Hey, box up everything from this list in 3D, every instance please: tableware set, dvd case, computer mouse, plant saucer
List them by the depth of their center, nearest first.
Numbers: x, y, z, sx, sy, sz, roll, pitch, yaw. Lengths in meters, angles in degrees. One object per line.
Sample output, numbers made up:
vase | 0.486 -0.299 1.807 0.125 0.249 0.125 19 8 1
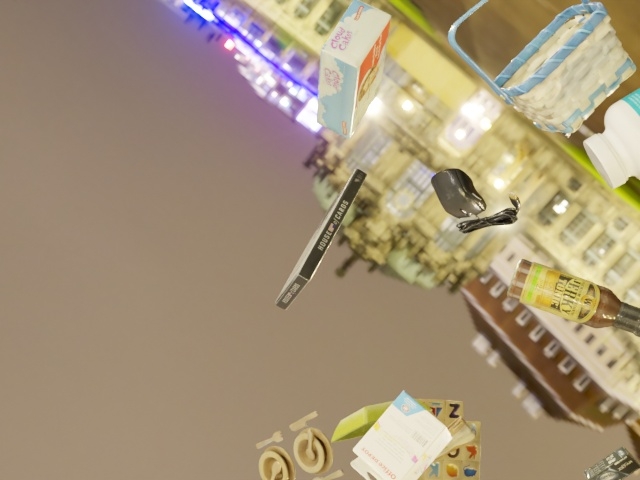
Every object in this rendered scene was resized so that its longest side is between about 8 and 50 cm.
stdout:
dvd case | 0.000 0.000 1.681 0.029 0.239 0.179 30 155 -3
tableware set | -0.054 0.416 1.740 0.039 0.194 0.128 -9 -111 -50
plant saucer | 0.137 0.416 2.173 0.188 0.188 0.045 -5 -112 -29
computer mouse | 0.390 -0.092 2.282 0.262 0.184 0.060 51 -147 -47

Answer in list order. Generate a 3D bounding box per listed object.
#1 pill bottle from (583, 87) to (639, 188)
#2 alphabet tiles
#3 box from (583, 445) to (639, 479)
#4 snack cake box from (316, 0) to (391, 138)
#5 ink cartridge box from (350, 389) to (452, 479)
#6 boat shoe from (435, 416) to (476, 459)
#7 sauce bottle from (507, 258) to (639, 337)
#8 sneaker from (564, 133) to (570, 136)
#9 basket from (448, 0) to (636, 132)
pill bottle | 0.556 -0.188 1.465 0.146 0.264 0.146 57 -172 -13
alphabet tiles | 0.325 0.630 2.657 0.285 0.343 0.011 5 172 -14
box | 0.504 0.395 1.598 0.067 0.083 0.018 42 -164 -41
snack cake box | 0.066 -0.353 1.941 0.089 0.152 0.264 28 156 11
ink cartridge box | 0.125 0.329 1.468 0.092 0.143 0.090 39 171 26
boat shoe | 0.222 0.387 1.778 0.170 0.063 0.059 -16 -108 -37
sauce bottle | 0.635 0.146 2.263 0.344 0.111 0.111 18 -173 16
sneaker | 0.510 -0.277 1.933 0.081 0.094 0.208 38 -165 11
basket | 0.403 -0.351 1.691 0.289 0.254 0.201 49 178 -17
